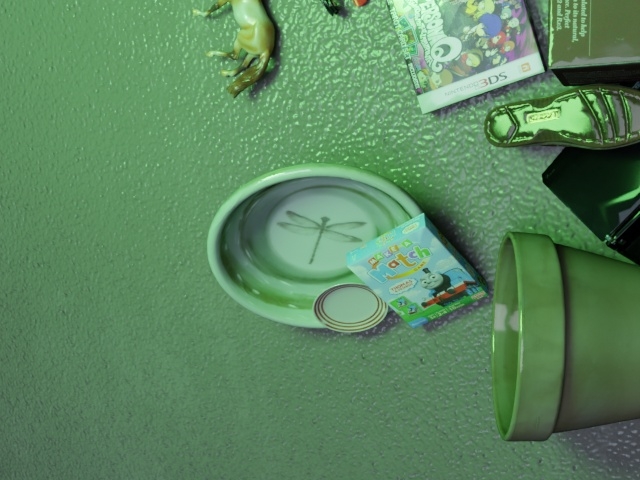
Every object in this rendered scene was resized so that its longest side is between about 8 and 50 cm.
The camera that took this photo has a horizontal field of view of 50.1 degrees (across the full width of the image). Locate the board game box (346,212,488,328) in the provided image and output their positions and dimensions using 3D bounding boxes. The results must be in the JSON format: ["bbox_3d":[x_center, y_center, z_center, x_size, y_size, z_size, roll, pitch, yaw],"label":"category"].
[{"bbox_3d":[0.171,0.059,1.199,0.160,0.039,0.211,-29,126,27],"label":"board game box"}]

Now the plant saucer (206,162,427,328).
[{"bbox_3d":[0.000,0.000,1.239,0.400,0.100,0.400,0,133,0],"label":"plant saucer"}]

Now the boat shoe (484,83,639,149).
[{"bbox_3d":[0.388,-0.187,1.048,0.257,0.095,0.095,6,99,34],"label":"boat shoe"}]

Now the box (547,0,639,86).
[{"bbox_3d":[0.407,-0.308,0.929,0.167,0.203,0.168,2,96,25],"label":"box"}]

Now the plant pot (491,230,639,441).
[{"bbox_3d":[0.420,0.151,1.046,0.280,0.323,0.323,2,108,9],"label":"plant pot"}]

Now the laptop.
[{"bbox_3d":[0.531,-0.092,1.061,0.264,0.136,0.234,28,120,-13],"label":"laptop"}]

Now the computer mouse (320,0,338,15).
[{"bbox_3d":[-0.031,-0.495,1.176,0.041,0.071,0.242,-32,93,8],"label":"computer mouse"}]

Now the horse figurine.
[{"bbox_3d":[-0.149,-0.404,1.261,0.174,0.066,0.263,-10,99,34],"label":"horse figurine"}]

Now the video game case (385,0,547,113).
[{"bbox_3d":[0.229,-0.348,1.108,0.210,0.042,0.232,-15,99,27],"label":"video game case"}]

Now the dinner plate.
[{"bbox_3d":[0.056,0.122,1.276,0.141,0.017,0.141,1,134,1],"label":"dinner plate"}]

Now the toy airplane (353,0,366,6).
[{"bbox_3d":[0.065,-0.477,1.154,0.151,0.028,0.151,8,108,24],"label":"toy airplane"}]
